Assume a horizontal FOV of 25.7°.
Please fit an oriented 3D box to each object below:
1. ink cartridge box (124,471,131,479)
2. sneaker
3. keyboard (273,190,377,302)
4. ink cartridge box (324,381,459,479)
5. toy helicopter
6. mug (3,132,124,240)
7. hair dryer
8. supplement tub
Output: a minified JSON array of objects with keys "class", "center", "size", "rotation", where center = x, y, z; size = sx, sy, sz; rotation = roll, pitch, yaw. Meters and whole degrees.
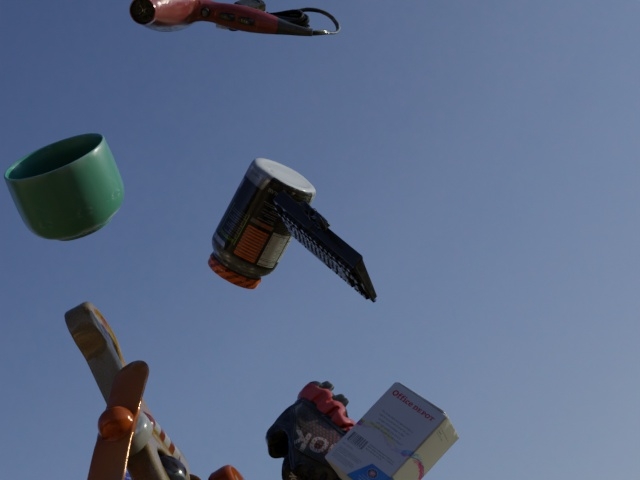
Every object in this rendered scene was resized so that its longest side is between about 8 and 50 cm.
[{"class":"ink cartridge box","center":[-0.210,0.398,1.667],"size":[0.186,0.311,0.065],"rotation":[18,-51,-6]},{"class":"sneaker","center":[0.031,0.293,1.757],"size":[0.135,0.276,0.097],"rotation":[-33,-43,-21]},{"class":"keyboard","center":[0.000,0.000,1.677],"size":[0.023,0.180,0.108],"rotation":[-36,-47,-15]},{"class":"ink cartridge box","center":[0.081,0.230,1.567],"size":[0.122,0.088,0.052],"rotation":[-46,-45,-13]},{"class":"toy helicopter","center":[-0.218,0.211,1.604],"size":[0.140,0.355,0.235],"rotation":[-33,-29,2]},{"class":"mug","center":[-0.300,-0.064,1.695],"size":[0.130,0.157,0.097],"rotation":[-14,-69,15]},{"class":"hair dryer","center":[-0.139,-0.322,1.913],"size":[0.294,0.080,0.224],"rotation":[-9,17,-37]},{"class":"supplement tub","center":[-0.098,-0.025,2.231],"size":[0.117,0.117,0.190],"rotation":[14,-68,-46]}]
